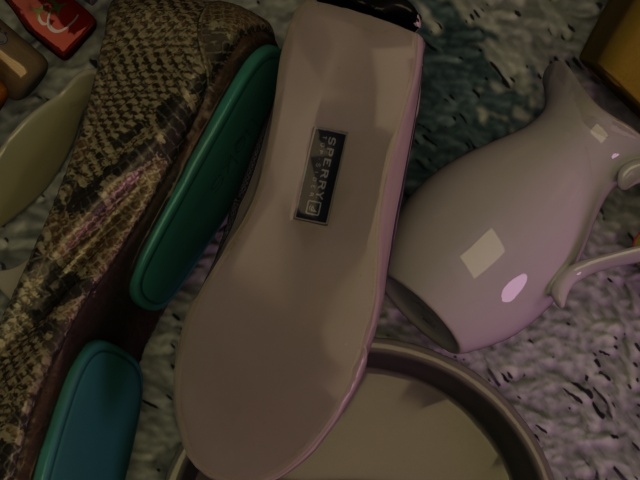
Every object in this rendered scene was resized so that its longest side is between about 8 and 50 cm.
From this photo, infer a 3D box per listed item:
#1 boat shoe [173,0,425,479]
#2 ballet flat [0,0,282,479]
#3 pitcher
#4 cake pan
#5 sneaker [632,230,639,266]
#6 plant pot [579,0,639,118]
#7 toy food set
[{"bbox_3d":[0.000,0.000,1.028,0.127,0.158,0.341,19,89,8],"label":"boat shoe"},{"bbox_3d":[-0.179,0.045,1.035,0.182,0.164,0.483,17,77,18],"label":"ballet flat"},{"bbox_3d":[0.157,-0.007,1.055,0.207,0.125,0.178,-44,52,-11],"label":"pitcher"},{"bbox_3d":[0.027,0.216,1.072,0.293,0.054,0.293,0,85,-6],"label":"cake pan"},{"bbox_3d":[0.325,0.004,1.110,0.208,0.094,0.081,-4,121,-25],"label":"sneaker"},{"bbox_3d":[0.304,-0.147,1.061,0.212,0.212,0.187,44,98,-3],"label":"plant pot"},{"bbox_3d":[-0.203,-0.193,1.056,0.104,0.111,0.232,40,85,-1],"label":"toy food set"}]
